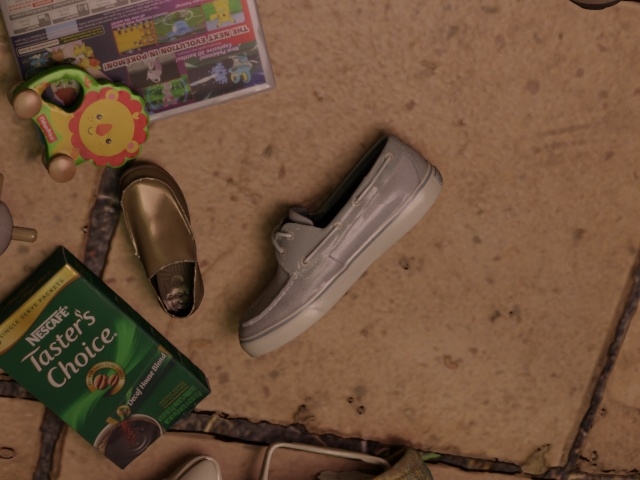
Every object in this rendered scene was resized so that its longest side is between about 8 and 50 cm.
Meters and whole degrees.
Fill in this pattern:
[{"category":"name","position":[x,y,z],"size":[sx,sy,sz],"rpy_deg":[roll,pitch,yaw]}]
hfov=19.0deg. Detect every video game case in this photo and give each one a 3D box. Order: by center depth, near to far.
[{"category":"video game case","position":[-0.152,-0.182,1.546],"size":[0.201,0.023,0.183],"rpy_deg":[-16,116,-6]}]

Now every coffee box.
[{"category":"coffee box","position":[-0.197,0.104,1.652],"size":[0.113,0.040,0.184],"rpy_deg":[-41,116,7]}]

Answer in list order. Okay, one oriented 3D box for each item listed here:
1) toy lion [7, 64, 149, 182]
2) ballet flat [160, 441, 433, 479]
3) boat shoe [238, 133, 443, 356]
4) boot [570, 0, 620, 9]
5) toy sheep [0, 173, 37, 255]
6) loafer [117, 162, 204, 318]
[{"category":"toy lion","position":[-0.190,-0.099,1.545],"size":[0.096,0.034,0.100],"rpy_deg":[-29,117,-7]},{"category":"ballet flat","position":[-0.065,0.240,1.713],"size":[0.349,0.123,0.123],"rpy_deg":[-5,114,-10]},{"category":"boat shoe","position":[0.001,0.000,1.637],"size":[0.227,0.079,0.081],"rpy_deg":[-44,106,3]},{"category":"boot","position":[0.212,-0.366,1.431],"size":[0.284,0.138,0.377],"rpy_deg":[18,126,-34]},{"category":"toy sheep","position":[-0.295,-0.017,1.554],"size":[0.132,0.091,0.091],"rpy_deg":[9,112,4]},{"category":"loafer","position":[-0.129,0.003,1.617],"size":[0.056,0.050,0.148],"rpy_deg":[-22,116,-2]}]
